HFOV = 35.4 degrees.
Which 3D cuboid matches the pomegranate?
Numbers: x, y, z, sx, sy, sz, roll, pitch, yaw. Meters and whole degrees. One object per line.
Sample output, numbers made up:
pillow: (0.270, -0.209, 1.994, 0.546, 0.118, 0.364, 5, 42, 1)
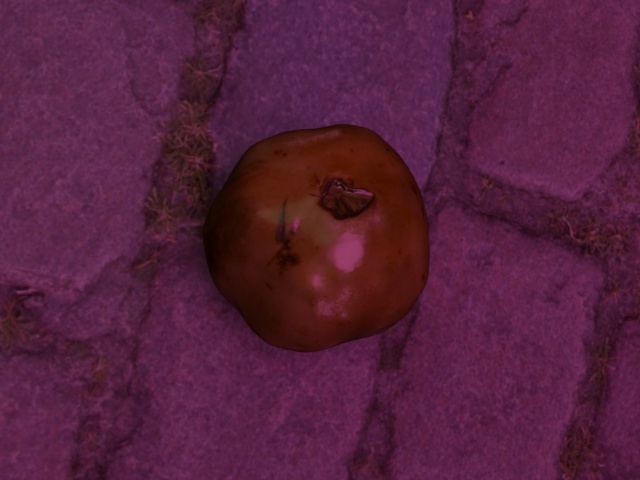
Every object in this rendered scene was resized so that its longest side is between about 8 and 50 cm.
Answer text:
pomegranate: (0.000, 0.000, 1.439, 0.333, 0.332, 0.332, 2, 85, -19)
